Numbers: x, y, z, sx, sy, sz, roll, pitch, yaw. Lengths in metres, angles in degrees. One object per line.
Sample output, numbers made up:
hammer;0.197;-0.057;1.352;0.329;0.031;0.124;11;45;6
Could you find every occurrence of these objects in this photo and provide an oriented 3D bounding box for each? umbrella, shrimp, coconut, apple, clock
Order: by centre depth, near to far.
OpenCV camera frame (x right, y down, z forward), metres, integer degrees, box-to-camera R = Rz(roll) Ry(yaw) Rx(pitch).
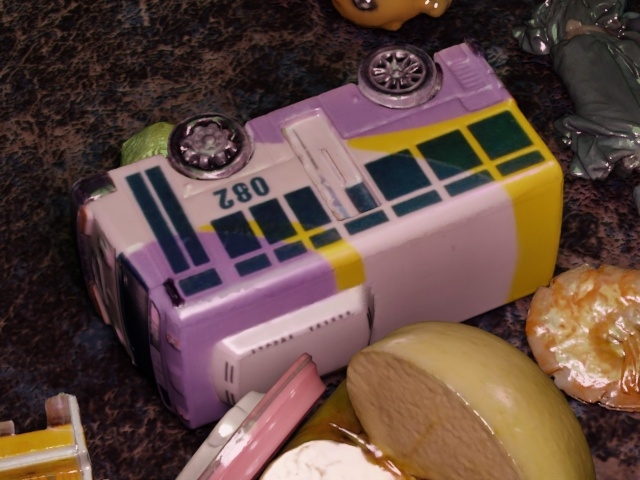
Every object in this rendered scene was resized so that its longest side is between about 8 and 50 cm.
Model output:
apple;0.102;0.218;1.739;0.258;0.295;0.233;39;22;5
clock;-0.083;0.199;1.772;0.056;0.244;0.244;39;60;3
shrimp;0.348;0.098;1.952;0.294;0.062;0.154;2;64;6
coconut;-0.164;-0.082;2.088;0.096;0.088;0.088;-14;53;-3
umbrella;0.311;-0.144;2.114;0.143;0.094;0.349;-24;47;7

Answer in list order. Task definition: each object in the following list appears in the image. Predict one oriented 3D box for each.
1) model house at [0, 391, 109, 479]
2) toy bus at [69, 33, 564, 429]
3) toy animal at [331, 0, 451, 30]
model house;-0.282;0.283;1.731;0.224;0.198;0.215;-10;47;-6
toy bus;0.000;0.000;1.940;0.439;0.209;0.249;-20;55;-15
toy animal;0.034;-0.330;2.235;0.281;0.195;0.169;41;23;32
